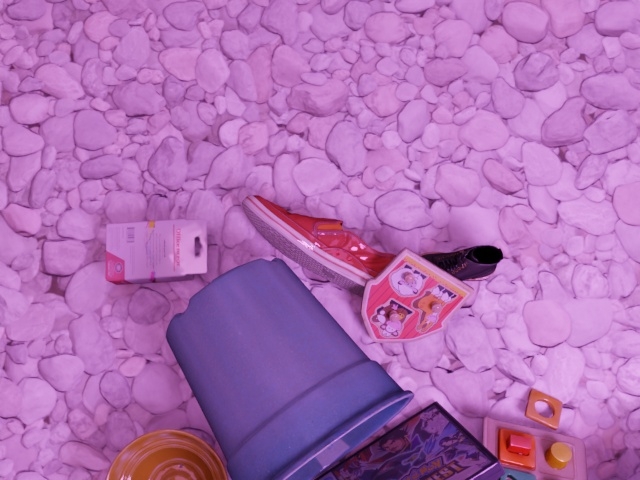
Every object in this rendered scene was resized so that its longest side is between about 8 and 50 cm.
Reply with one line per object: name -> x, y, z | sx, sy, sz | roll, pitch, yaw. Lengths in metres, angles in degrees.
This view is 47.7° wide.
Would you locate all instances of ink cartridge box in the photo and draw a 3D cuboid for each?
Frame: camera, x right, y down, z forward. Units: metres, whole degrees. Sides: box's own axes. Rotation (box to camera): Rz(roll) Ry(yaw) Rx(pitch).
ink cartridge box -> -0.312, 0.022, 1.416 | 0.198, 0.067, 0.115 | -3, 78, 3

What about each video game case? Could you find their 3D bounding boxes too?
video game case -> 0.137, 0.400, 1.224 | 0.275, 0.248, 0.035 | -31, 105, -7

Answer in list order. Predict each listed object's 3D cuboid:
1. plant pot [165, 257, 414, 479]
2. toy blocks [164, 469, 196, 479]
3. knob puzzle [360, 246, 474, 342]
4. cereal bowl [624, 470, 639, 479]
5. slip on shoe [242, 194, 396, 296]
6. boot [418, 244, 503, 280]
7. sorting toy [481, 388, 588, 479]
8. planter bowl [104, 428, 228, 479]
plant pot -> -0.076, 0.232, 1.246 | 0.341, 0.341, 0.334 | -36, 70, -5
toy blocks -> -0.261, 0.481, 1.322 | 0.148, 0.054, 0.123 | 14, 78, 5
knob puzzle -> 0.161, 0.126, 1.337 | 0.213, 0.030, 0.213 | -3, 122, -5
cereal bowl -> 0.614, 0.502, 1.207 | 0.339, 0.141, 0.339 | 2, 108, 6
slip on shoe -> 0.000, 0.000, 1.386 | 0.331, 0.123, 0.101 | 29, 73, 3
boot -> 0.236, 0.043, 1.352 | 0.198, 0.137, 0.077 | -12, 78, 0
sorting toy -> 0.369, 0.391, 1.228 | 0.196, 0.047, 0.347 | 15, 46, -1
planter bowl -> -0.258, 0.437, 1.257 | 0.217, 0.090, 0.217 | 0, 77, 2
